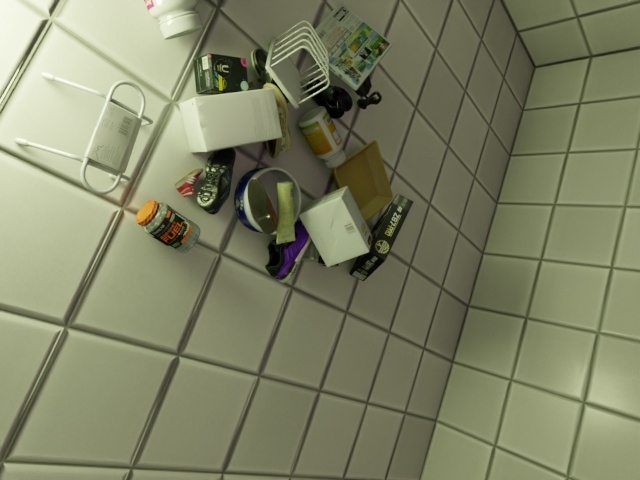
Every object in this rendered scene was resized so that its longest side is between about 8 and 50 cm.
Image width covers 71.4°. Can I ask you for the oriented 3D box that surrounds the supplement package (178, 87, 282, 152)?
[{"bbox_3d":[-0.313,-0.419,1.561,0.293,0.175,0.177,-18,108,-30],"label":"supplement package"}]

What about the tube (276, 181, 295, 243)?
[{"bbox_3d":[-0.138,-0.107,1.740,0.070,0.062,0.240,-1,105,0],"label":"tube"}]

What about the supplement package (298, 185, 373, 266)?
[{"bbox_3d":[0.070,-0.058,1.871,0.262,0.204,0.145,61,23,-18],"label":"supplement package"}]

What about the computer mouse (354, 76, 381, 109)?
[{"bbox_3d":[0.176,-0.744,2.052,0.072,0.188,0.272,-24,103,-21],"label":"computer mouse"}]

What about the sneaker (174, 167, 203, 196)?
[{"bbox_3d":[-0.452,-0.201,1.576,0.118,0.042,0.067,-42,118,-23],"label":"sneaker"}]

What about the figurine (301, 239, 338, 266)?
[{"bbox_3d":[0.000,0.000,2.017,0.215,0.092,0.209,16,76,-43],"label":"figurine"}]

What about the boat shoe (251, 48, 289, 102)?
[{"bbox_3d":[-0.185,-0.631,1.714,0.084,0.079,0.233,-34,105,-28],"label":"boat shoe"}]

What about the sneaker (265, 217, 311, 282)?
[{"bbox_3d":[-0.141,0.020,1.861,0.146,0.102,0.293,35,71,-40],"label":"sneaker"}]

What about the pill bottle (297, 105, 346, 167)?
[{"bbox_3d":[0.014,-0.441,1.931,0.136,0.136,0.245,-51,126,-27],"label":"pill bottle"}]

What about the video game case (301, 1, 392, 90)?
[{"bbox_3d":[0.124,-0.856,1.956,0.300,0.036,0.329,37,65,-5],"label":"video game case"}]

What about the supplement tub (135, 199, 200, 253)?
[{"bbox_3d":[-0.508,-0.048,1.489,0.190,0.117,0.117,39,68,-39],"label":"supplement tub"}]

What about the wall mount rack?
[{"bbox_3d":[-0.671,-0.321,1.301,0.304,0.130,0.350,25,78,-46],"label":"wall mount rack"}]

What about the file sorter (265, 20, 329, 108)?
[{"bbox_3d":[-0.075,-0.684,1.706,0.193,0.173,0.277,49,27,-37],"label":"file sorter"}]

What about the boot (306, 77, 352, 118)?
[{"bbox_3d":[0.067,-0.582,1.902,0.094,0.207,0.246,-51,135,3],"label":"boot"}]

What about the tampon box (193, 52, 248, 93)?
[{"bbox_3d":[-0.351,-0.586,1.584,0.161,0.101,0.120,-14,105,-42],"label":"tampon box"}]

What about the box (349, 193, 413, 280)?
[{"bbox_3d":[0.277,-0.002,2.095,0.097,0.395,0.318,27,68,1],"label":"box"}]

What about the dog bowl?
[{"bbox_3d":[-0.207,-0.158,1.774,0.265,0.104,0.265,-7,101,-43],"label":"dog bowl"}]

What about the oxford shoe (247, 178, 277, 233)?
[{"bbox_3d":[-0.214,-0.133,1.664,0.076,0.076,0.212,-56,134,-63],"label":"oxford shoe"}]

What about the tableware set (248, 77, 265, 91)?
[{"bbox_3d":[-0.224,-0.570,1.753,0.194,0.039,0.128,-40,121,-34],"label":"tableware set"}]

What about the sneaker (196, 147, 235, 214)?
[{"bbox_3d":[-0.375,-0.220,1.632,0.106,0.101,0.267,68,38,-64],"label":"sneaker"}]

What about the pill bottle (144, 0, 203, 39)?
[{"bbox_3d":[-0.484,-0.795,1.392,0.160,0.160,0.283,-36,118,-35],"label":"pill bottle"}]

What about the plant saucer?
[{"bbox_3d":[0.193,-0.272,2.163,0.333,0.081,0.333,-39,120,-33],"label":"plant saucer"}]

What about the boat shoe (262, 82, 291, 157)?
[{"bbox_3d":[-0.181,-0.460,1.731,0.089,0.104,0.285,-44,136,-37],"label":"boat shoe"}]
